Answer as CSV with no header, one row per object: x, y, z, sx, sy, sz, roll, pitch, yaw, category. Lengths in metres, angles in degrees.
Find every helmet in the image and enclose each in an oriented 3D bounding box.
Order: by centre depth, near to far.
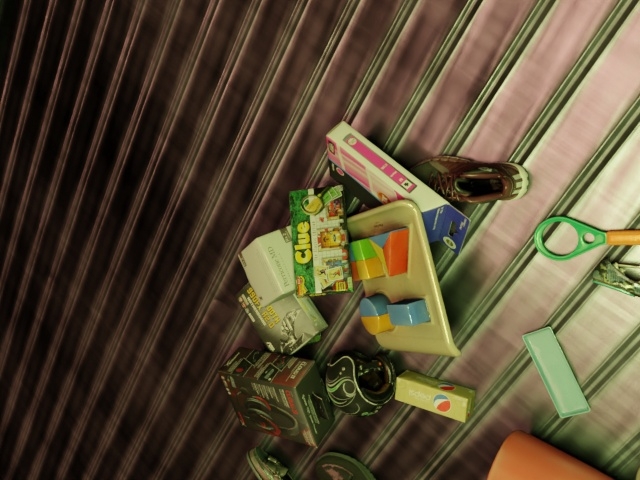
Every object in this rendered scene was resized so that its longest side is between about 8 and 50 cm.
0.091,0.348,1.501,0.161,0.169,0.170,-34,79,53,helmet

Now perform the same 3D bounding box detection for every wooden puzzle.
0.154,0.100,1.370,0.322,0.080,0.348,-17,92,67,wooden puzzle

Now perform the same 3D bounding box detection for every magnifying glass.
0.545,-0.005,1.210,0.230,0.026,0.092,0,99,36,magnifying glass

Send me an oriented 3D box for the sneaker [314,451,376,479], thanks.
0.102,0.694,1.571,0.340,0.139,0.125,39,120,23,sneaker

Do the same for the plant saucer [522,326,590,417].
0.503,0.279,1.295,0.067,0.018,0.192,-28,82,34,plant saucer

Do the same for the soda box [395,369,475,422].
0.270,0.367,1.444,0.181,0.058,0.062,11,105,31,soda box

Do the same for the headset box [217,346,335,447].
-0.105,0.419,1.635,0.293,0.110,0.218,4,124,33,headset box

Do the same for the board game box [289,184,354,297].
0.000,0.000,1.430,0.136,0.030,0.260,-8,72,10,board game box

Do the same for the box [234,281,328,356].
-0.110,0.192,1.660,0.183,0.056,0.231,-42,76,33,box

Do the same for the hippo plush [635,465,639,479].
0.745,0.421,1.081,0.236,0.234,0.294,21,130,-3,hippo plush

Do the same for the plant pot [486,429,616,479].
0.474,0.547,1.202,0.243,0.274,0.275,12,106,37,plant pot

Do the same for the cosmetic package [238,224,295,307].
-0.078,0.053,1.518,0.151,0.183,0.151,64,149,6,cosmetic package

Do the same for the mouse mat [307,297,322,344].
-0.079,0.201,1.680,0.152,0.007,0.190,-18,88,35,mouse mat

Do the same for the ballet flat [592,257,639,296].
0.619,0.089,1.156,0.188,0.070,0.070,27,113,24,ballet flat

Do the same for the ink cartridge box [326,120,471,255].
0.164,-0.102,1.365,0.371,0.069,0.176,39,162,20,ink cartridge box

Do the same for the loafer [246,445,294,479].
-0.101,0.692,1.751,0.084,0.096,0.267,-42,81,12,loafer

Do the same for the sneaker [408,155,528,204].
0.278,-0.125,1.280,0.281,0.162,0.107,0,99,34,sneaker
